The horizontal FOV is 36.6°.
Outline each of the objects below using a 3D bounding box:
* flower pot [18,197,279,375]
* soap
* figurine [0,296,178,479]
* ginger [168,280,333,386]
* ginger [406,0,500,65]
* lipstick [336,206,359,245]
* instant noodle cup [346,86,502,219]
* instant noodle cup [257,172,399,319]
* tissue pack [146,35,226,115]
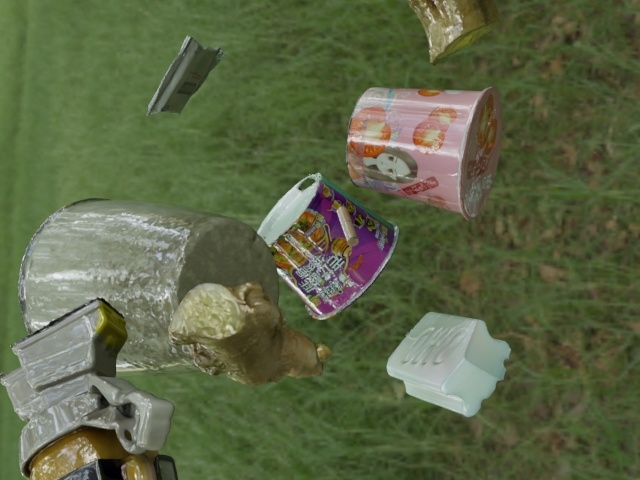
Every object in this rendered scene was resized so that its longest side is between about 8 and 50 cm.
[{"bbox_3d":[-0.254,0.074,1.490,0.330,0.294,0.293,-1,86,43],"label":"flower pot"},{"bbox_3d":[0.254,0.238,1.923,0.173,0.095,0.289,-49,14,-12],"label":"soap"},{"bbox_3d":[-0.218,0.223,0.939,0.308,0.143,0.308,168,90,-72],"label":"figurine"},{"bbox_3d":[-0.085,0.120,1.139,0.213,0.137,0.074,43,-149,-52],"label":"ginger"},{"bbox_3d":[0.124,-0.341,1.120,0.116,0.109,0.263,-19,-90,-74],"label":"ginger"},{"bbox_3d":[0.041,-0.022,1.465,0.094,0.019,0.019,-106,26,-59],"label":"lipstick"},{"bbox_3d":[0.190,-0.174,1.770,0.243,0.231,0.243,-41,-43,-54],"label":"instant noodle cup"},{"bbox_3d":[0.000,0.000,1.879,0.251,0.190,0.251,-43,19,18],"label":"instant noodle cup"},{"bbox_3d":[-0.195,-0.234,1.398,0.122,0.026,0.193,-58,-3,10],"label":"tissue pack"}]
